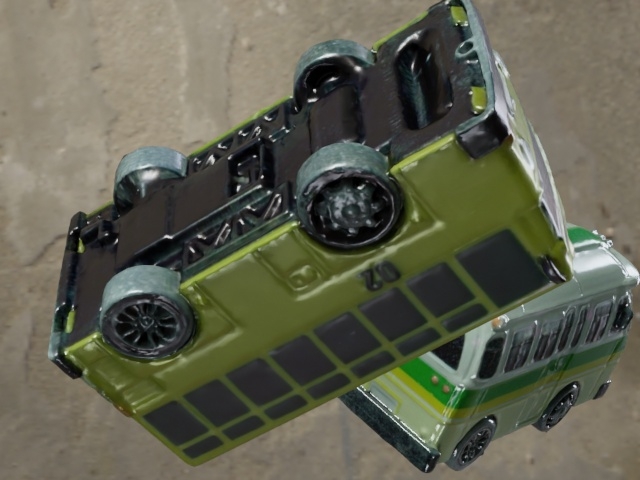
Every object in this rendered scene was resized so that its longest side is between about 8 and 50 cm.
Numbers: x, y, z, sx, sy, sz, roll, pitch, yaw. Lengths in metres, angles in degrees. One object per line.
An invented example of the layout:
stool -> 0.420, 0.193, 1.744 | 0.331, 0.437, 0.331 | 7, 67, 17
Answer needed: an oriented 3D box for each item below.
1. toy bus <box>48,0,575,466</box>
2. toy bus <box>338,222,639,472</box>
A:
toy bus -> 0.000, 0.000, 0.674 | 0.150, 0.262, 0.128 | 48, 23, -33
toy bus -> 0.148, 0.070, 1.046 | 0.276, 0.134, 0.164 | -12, 132, -48
